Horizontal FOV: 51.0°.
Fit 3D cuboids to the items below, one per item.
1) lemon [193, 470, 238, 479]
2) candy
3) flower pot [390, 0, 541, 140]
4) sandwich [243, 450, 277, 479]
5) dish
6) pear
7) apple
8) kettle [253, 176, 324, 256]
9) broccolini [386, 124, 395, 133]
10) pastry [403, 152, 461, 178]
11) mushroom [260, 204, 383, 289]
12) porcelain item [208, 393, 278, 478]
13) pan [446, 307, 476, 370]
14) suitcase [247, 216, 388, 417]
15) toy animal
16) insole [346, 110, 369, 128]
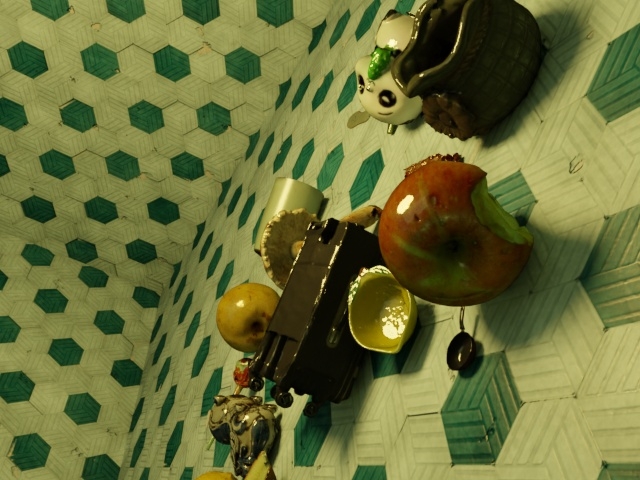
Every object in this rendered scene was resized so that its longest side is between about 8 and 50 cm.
[{"bbox_3d":[-0.266,0.665,1.642,0.180,0.180,0.193,180,91,-69],"label":"lemon"},{"bbox_3d":[-0.257,0.465,1.928,0.078,0.084,0.288,10,56,29],"label":"candy"},{"bbox_3d":[0.287,-0.356,1.360,0.302,0.213,0.302,-51,24,33],"label":"flower pot"},{"bbox_3d":[-0.147,0.614,1.538,0.245,0.088,0.090,-61,28,1],"label":"sandwich"},{"bbox_3d":[0.134,0.145,1.329,0.148,0.080,0.208,-37,46,22],"label":"dish"},{"bbox_3d":[-0.209,0.222,1.993,0.209,0.208,0.209,-52,23,34],"label":"pear"},{"bbox_3d":[0.219,-0.021,1.101,0.246,0.246,0.226,-54,7,29],"label":"apple"},{"bbox_3d":[-0.099,-0.046,2.119,0.240,0.165,0.256,60,-133,-78],"label":"kettle"},{"bbox_3d":[0.210,-0.392,1.830,0.091,0.068,0.203,5,71,49],"label":"broccolini"},{"bbox_3d":[0.238,-0.151,1.470,0.169,0.063,0.087,-22,44,64],"label":"pastry"},{"bbox_3d":[-0.023,-0.019,1.715,0.208,0.232,0.302,50,129,27],"label":"mushroom"},{"bbox_3d":[-0.201,0.506,1.763,0.288,0.137,0.187,-6,78,63],"label":"porcelain item"},{"bbox_3d":[0.243,0.167,1.136,0.068,0.023,0.115,-33,40,58],"label":"pan"},{"bbox_3d":[0.007,0.163,1.497,0.283,0.194,0.434,-8,59,68],"label":"suitcase"},{"bbox_3d":[0.197,-0.430,1.692,0.267,0.212,0.212,-60,20,6],"label":"toy animal"},{"bbox_3d":[0.121,-0.390,2.145,0.064,0.004,0.188,-69,19,-6],"label":"insole"}]
